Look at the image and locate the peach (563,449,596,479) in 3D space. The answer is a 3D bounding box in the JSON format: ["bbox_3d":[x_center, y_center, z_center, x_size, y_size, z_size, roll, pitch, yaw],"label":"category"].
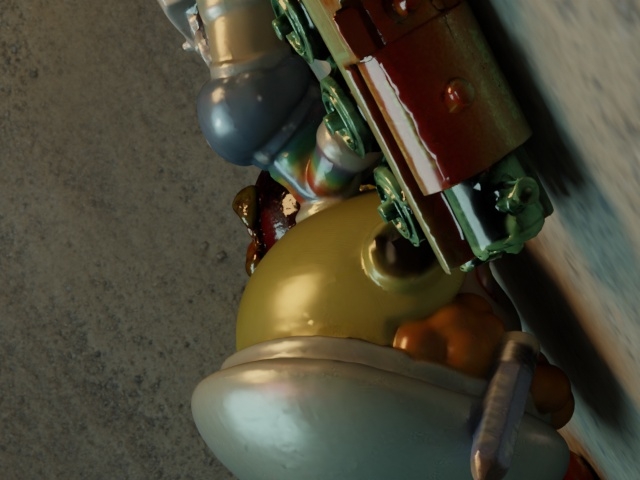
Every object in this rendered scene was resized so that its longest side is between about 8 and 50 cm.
[{"bbox_3d":[0.171,0.180,0.888,0.077,0.050,0.083,29,-150,-30],"label":"peach"}]

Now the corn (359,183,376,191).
[{"bbox_3d":[0.063,0.043,0.999,0.097,0.097,0.262,58,178,38],"label":"corn"}]

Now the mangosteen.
[{"bbox_3d":[-0.010,-0.015,1.186,0.152,0.152,0.152,60,178,4],"label":"mangosteen"}]

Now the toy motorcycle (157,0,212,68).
[{"bbox_3d":[-0.114,-0.252,1.120,0.260,0.110,0.171,65,-170,4],"label":"toy motorcycle"}]

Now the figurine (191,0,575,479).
[{"bbox_3d":[-0.003,0.002,0.748,0.224,0.205,0.382,87,162,-71],"label":"figurine"}]

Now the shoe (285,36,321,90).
[{"bbox_3d":[-0.038,-0.158,1.215,0.179,0.049,0.071,59,177,27],"label":"shoe"}]

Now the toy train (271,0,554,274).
[{"bbox_3d":[0.038,-0.066,0.516,0.176,0.074,0.118,62,174,-7],"label":"toy train"}]
